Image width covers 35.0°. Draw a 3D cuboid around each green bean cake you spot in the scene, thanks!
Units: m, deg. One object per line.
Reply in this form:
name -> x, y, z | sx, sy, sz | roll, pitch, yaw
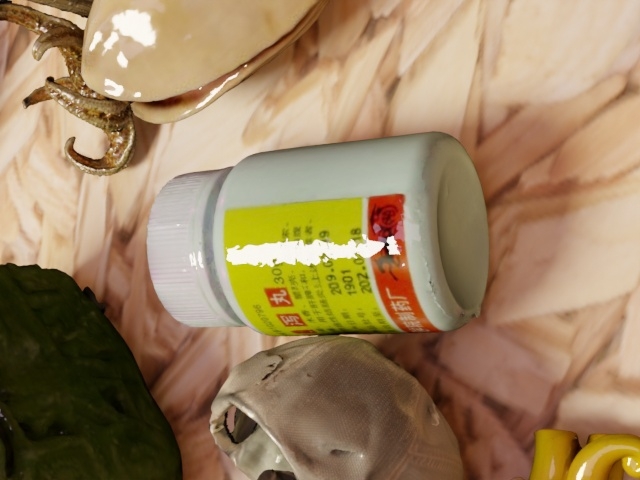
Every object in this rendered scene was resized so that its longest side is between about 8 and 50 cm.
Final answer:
green bean cake -> -0.249, 0.148, 0.801 | 0.156, 0.247, 0.250 | -45, 69, 18

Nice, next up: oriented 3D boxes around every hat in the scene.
hat -> 0.029, 0.191, 0.673 | 0.161, 0.232, 0.275 | -22, 60, 1

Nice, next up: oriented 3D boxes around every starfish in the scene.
starfish -> -0.213, -0.139, 0.849 | 0.074, 0.190, 0.146 | -32, 75, -16

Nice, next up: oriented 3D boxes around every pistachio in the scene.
pistachio -> -0.080, -0.186, 0.775 | 0.229, 0.157, 0.157 | -43, 69, 6

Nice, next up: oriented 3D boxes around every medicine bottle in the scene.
medicine bottle -> 0.000, 0.000, 0.737 | 0.225, 0.139, 0.139 | -4, 86, 28

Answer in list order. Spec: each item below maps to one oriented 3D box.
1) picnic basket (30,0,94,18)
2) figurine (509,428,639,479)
picnic basket -> -0.190, -0.368, 0.842 | 0.228, 0.175, 0.313 | 48, 113, 21
figurine -> 0.166, 0.248, 0.656 | 0.156, 0.131, 0.247 | 2, 78, 3
